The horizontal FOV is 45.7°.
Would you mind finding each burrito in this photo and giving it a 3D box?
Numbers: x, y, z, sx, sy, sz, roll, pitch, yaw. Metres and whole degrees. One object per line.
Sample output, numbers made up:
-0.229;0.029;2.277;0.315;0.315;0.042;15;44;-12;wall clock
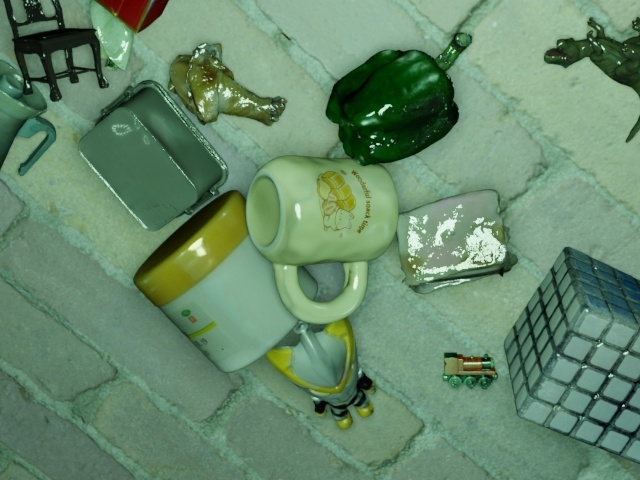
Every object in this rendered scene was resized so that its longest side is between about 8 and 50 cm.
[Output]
-0.350;-0.345;1.274;0.075;0.044;0.118;10;111;0;burrito

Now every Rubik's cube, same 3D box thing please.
0.472;0.188;1.279;0.237;0.237;0.238;23;113;-1;Rubik's cube

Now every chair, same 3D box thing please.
-0.442;-0.353;1.233;0.113;0.106;0.229;14;122;40;chair

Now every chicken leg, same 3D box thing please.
-0.163;-0.244;1.276;0.196;0.080;0.125;39;99;-10;chicken leg

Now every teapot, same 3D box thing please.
-0.585;-0.188;1.322;0.225;0.171;0.203;-43;133;14;teapot

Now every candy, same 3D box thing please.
0.221;0.007;1.268;0.195;0.185;0.137;-14;77;13;candy

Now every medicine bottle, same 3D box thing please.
-0.162;0.071;1.317;0.238;0.238;0.232;-35;105;19;medicine bottle

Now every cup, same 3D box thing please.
-0.009;-0.010;1.228;0.202;0.173;0.255;-2;116;-30;cup

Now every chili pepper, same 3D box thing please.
0.140;-0.226;1.192;0.261;0.174;0.165;-31;106;-20;chili pepper

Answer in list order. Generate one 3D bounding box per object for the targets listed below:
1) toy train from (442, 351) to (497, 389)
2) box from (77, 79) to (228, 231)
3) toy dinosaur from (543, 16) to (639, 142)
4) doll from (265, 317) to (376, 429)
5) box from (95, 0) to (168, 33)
0.283;0.244;1.437;0.103;0.044;0.064;-1;102;8;toy train
-0.290;-0.137;1.304;0.163;0.135;0.243;-33;105;19;box
0.452;-0.267;1.213;0.187;0.087;0.179;23;152;14;toy dinosaur
0.011;0.243;1.394;0.146;0.103;0.316;-12;136;16;doll
-0.352;-0.493;1.153;0.313;0.089;0.197;39;136;-8;box
